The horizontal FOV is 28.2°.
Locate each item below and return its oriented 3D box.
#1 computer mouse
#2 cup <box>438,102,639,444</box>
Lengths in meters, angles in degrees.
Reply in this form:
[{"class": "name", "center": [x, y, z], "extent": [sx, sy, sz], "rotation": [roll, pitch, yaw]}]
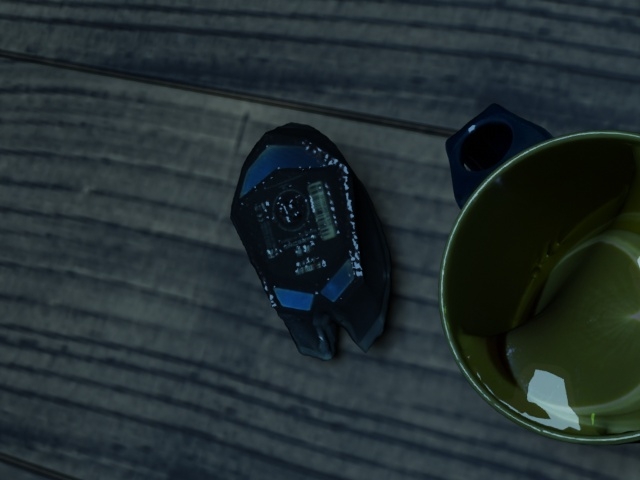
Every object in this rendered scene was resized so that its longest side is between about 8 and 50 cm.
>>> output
[{"class": "computer mouse", "center": [0.000, 0.000, 0.706], "extent": [0.079, 0.047, 0.135], "rotation": [-21, 81, 29]}, {"class": "cup", "center": [0.128, 0.017, 0.589], "extent": [0.131, 0.155, 0.176], "rotation": [-37, 65, 10]}]
